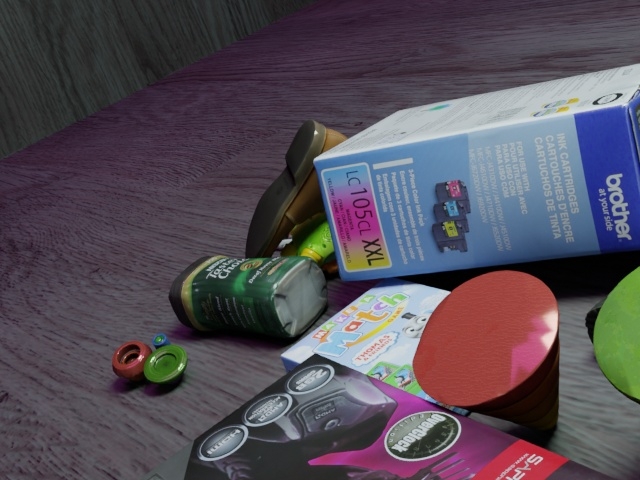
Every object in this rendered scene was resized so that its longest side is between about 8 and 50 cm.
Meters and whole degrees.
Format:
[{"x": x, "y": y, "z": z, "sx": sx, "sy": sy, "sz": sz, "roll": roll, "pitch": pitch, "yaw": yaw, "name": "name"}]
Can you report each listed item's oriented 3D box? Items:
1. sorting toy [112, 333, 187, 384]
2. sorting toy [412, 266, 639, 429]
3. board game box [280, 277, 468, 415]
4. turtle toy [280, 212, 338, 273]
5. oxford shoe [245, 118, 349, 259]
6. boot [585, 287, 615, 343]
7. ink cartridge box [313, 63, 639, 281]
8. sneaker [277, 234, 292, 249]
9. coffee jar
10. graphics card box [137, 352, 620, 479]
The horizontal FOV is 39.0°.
[{"x": -0.187, "y": 0.142, "z": 1.028, "sx": 0.102, "sy": 0.042, "sz": 0.061, "roll": 8, "pitch": 50, "yaw": 29, "name": "sorting toy"}, {"x": 0.248, "y": 0.092, "z": 0.628, "sx": 0.365, "sy": 0.126, "sz": 0.127, "roll": -9, "pitch": 44, "yaw": 37, "name": "sorting toy"}, {"x": 0.084, "y": 0.105, "z": 0.872, "sx": 0.160, "sy": 0.039, "sz": 0.211, "roll": -34, "pitch": 25, "yaw": -28, "name": "board game box"}, {"x": 0.000, "y": 0.000, "z": 1.136, "sx": 0.095, "sy": 0.066, "sz": 0.130, "roll": -58, "pitch": 28, "yaw": -11, "name": "turtle toy"}, {"x": -0.027, "y": -0.042, "z": 1.088, "sx": 0.212, "sy": 0.076, "sz": 0.076, "roll": -55, "pitch": 31, "yaw": 30, "name": "oxford shoe"}, {"x": 0.352, "y": 0.035, "z": 0.737, "sx": 0.161, "sy": 0.083, "sz": 0.246, "roll": -36, "pitch": 21, "yaw": -34, "name": "boot"}, {"x": 0.230, "y": -0.083, "z": 0.977, "sx": 0.395, "sy": 0.151, "sz": 0.270, "roll": -9, "pitch": 15, "yaw": 30, "name": "ink cartridge box"}, {"x": -0.009, "y": -0.040, "z": 1.224, "sx": 0.178, "sy": 0.077, "sz": 0.072, "roll": -7, "pitch": 25, "yaw": 31, "name": "sneaker"}, {"x": -0.089, "y": 0.063, "z": 1.060, "sx": 0.184, "sy": 0.079, "sz": 0.096, "roll": -1, "pitch": 30, "yaw": 40, "name": "coffee jar"}, {"x": 0.031, "y": 0.212, "z": 0.610, "sx": 0.233, "sy": 0.094, "sz": 0.371, "roll": -33, "pitch": 25, "yaw": -26, "name": "graphics card box"}]
